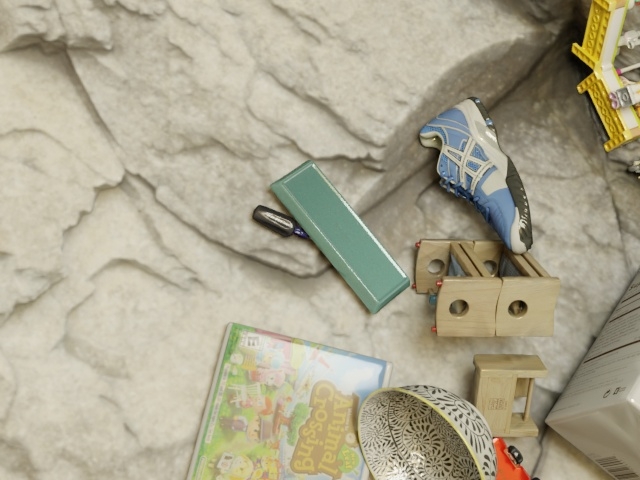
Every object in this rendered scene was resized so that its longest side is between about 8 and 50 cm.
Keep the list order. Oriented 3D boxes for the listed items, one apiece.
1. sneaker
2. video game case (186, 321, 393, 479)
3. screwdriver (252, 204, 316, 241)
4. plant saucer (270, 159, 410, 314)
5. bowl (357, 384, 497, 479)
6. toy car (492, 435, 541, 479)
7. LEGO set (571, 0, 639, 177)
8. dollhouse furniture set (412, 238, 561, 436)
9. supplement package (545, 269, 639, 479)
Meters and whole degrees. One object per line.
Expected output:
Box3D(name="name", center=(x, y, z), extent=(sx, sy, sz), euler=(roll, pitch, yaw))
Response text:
Box3D(name="sneaker", center=(0.182, -0.067, 0.967), extent=(0.081, 0.080, 0.211), euler=(-21, 56, 3))
Box3D(name="video game case", center=(-0.035, 0.215, 0.929), extent=(0.193, 0.023, 0.212), euler=(15, 78, -3))
Box3D(name="screwdriver", center=(0.000, 0.000, 0.978), extent=(0.170, 0.024, 0.025), euler=(23, 49, -8))
Box3D(name="plant saucer", center=(0.026, -0.008, 0.970), extent=(0.067, 0.018, 0.192), euler=(-36, 84, -31))
Box3D(name="bowl", center=(0.126, 0.213, 0.874), extent=(0.080, 0.170, 0.170), euler=(-26, 82, -37))
Box3D(name="toy car", center=(0.240, 0.355, 0.916), extent=(0.239, 0.053, 0.224), euler=(23, 78, -1))
Box3D(name="LEGO set", center=(0.382, -0.221, 0.998), extent=(0.107, 0.132, 0.286), euler=(-20, 104, -15))
Box3D(name="dollhouse furniture set", center=(0.173, 0.106, 0.939), extent=(0.129, 0.129, 0.183), euler=(1, 109, -5))
Box3D(name="supplement package", center=(0.413, 0.123, 0.892), extent=(0.177, 0.175, 0.293), euler=(39, 68, 3))
